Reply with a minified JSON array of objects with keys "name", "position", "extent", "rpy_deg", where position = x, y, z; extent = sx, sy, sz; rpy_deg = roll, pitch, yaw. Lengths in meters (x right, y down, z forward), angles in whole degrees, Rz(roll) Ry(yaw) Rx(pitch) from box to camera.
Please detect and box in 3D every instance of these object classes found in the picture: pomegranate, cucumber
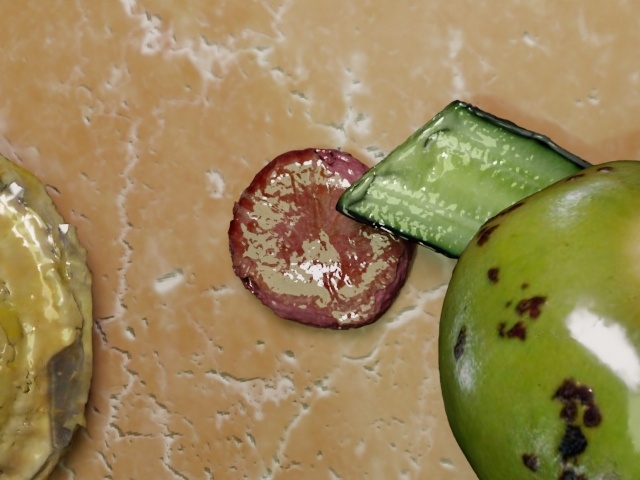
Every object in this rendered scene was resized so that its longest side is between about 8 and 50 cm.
[{"name":"pomegranate","position":[0.214,0.075,1.131],"extent":[0.291,0.323,0.290],"rpy_deg":[0,70,0]},{"name":"cucumber","position":[0.122,-0.043,1.310],"extent":[0.193,0.086,0.115],"rpy_deg":[22,103,3]}]

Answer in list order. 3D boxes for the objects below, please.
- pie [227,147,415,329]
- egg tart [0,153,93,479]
[{"name":"pie","position":[0.000,0.000,1.364],"extent":[0.153,0.038,0.153],"rpy_deg":[2,99,11]},{"name":"egg tart","position":[-0.348,0.076,1.404],"extent":[0.352,0.150,0.352],"rpy_deg":[2,98,17]}]
